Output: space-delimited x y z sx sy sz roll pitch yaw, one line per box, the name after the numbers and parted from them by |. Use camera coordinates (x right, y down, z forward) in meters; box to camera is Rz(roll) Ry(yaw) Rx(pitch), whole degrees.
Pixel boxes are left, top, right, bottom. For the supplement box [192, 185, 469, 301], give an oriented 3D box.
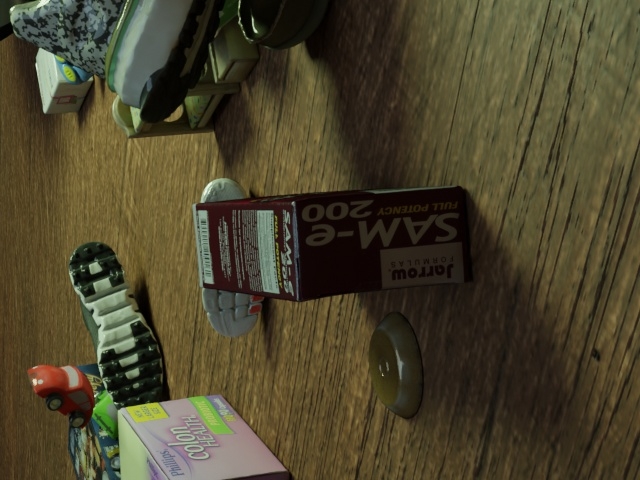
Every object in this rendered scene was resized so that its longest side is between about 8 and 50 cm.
0.000 0.000 1.158 0.239 0.130 0.073 -177 82 -68 | supplement box

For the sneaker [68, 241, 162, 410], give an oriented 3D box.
-0.247 0.120 1.939 0.106 0.078 0.234 94 156 -72 | sneaker

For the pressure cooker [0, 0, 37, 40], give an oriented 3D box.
-0.558 -0.510 2.167 0.420 0.370 0.375 98 152 -42 | pressure cooker

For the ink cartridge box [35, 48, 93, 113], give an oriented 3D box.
-0.353 -0.236 2.145 0.122 0.052 0.088 140 122 -64 | ink cartridge box

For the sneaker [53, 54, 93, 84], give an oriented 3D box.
-0.324 -0.294 2.058 0.078 0.067 0.188 78 178 -76 | sneaker

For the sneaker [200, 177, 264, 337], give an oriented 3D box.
-0.081 0.014 1.510 0.065 0.061 0.158 -65 -25 -76 | sneaker

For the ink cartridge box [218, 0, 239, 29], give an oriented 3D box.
-0.145 -0.259 1.487 0.062 0.109 0.209 49 -176 -37 | ink cartridge box

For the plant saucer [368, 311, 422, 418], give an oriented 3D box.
0.055 0.097 1.203 0.083 0.015 0.083 174 90 -70 | plant saucer

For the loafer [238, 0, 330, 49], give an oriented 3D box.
-0.033 -0.242 1.236 0.251 0.087 0.094 116 142 -55 | loafer

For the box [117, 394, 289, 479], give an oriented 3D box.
-0.120 0.310 1.585 0.213 0.117 0.243 -145 51 -64 | box

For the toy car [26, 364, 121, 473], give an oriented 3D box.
-0.262 0.222 1.960 0.239 0.053 0.225 49 -177 -7 | toy car

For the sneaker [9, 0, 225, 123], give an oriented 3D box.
-0.143 -0.309 1.240 0.158 0.182 0.410 -44 -28 -83 | sneaker

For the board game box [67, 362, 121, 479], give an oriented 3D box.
-0.306 0.314 2.189 0.243 0.042 0.165 -120 31 -47 | board game box

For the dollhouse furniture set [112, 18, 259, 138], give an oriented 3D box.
-0.146 -0.210 1.529 0.182 0.101 0.161 133 128 -64 | dollhouse furniture set
